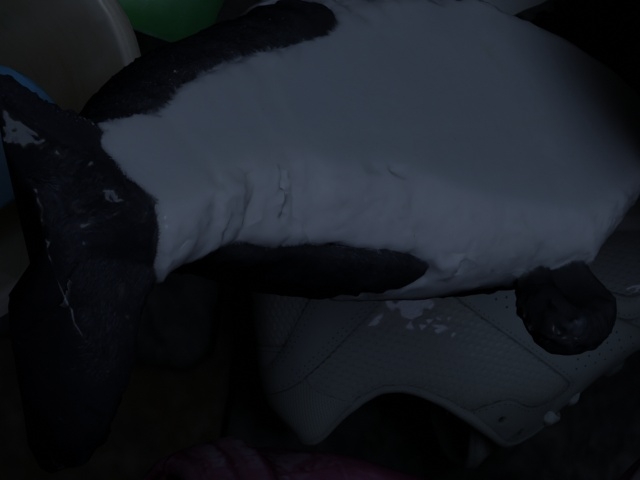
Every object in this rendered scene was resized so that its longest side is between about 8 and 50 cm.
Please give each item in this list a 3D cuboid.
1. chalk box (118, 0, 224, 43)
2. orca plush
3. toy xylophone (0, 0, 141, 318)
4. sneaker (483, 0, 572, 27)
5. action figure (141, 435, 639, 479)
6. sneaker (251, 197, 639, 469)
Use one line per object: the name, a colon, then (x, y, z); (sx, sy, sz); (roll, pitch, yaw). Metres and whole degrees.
chalk box: (-0.038, -0.216, 0.516); (0.180, 0.179, 0.289); (18, 78, -22)
orca plush: (0.000, 0.000, 0.447); (0.151, 0.102, 0.287); (51, 35, 1)
toy xylophone: (-0.171, -0.114, 0.429); (0.322, 0.236, 0.081); (37, 45, -15)
sneaker: (0.064, -0.130, 0.610); (0.271, 0.100, 0.108); (-39, 92, -29)
action figure: (0.067, 0.104, 0.380); (0.370, 0.248, 0.276); (16, 67, -27)
sneaker: (0.090, 0.030, 0.609); (0.262, 0.099, 0.121); (1, 92, -17)
